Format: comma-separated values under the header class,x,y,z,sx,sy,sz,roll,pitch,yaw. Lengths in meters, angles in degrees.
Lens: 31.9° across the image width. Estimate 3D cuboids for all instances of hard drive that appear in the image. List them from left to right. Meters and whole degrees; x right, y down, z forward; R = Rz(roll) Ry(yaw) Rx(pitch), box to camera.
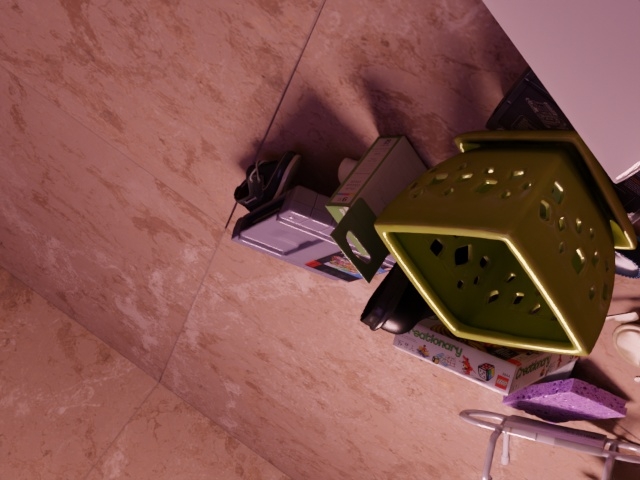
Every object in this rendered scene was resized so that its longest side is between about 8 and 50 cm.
class,x,y,z,sx,sy,sz,roll,pitch,yaw
hard drive,0.388,0.198,1.908,0.094,0.022,0.135,28,153,18

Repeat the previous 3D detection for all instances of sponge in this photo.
class,x,y,z,sx,sy,sz,roll,pitch,yaw
sponge,0.424,0.283,1.957,0.117,0.031,0.210,24,159,-18

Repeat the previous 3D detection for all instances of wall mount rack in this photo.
class,x,y,z,sx,sy,sz,roll,pitch,yaw
wall mount rack,0.424,0.397,2.038,0.350,0.130,0.304,11,-177,17

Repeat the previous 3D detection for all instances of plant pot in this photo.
class,x,y,z,sx,sy,sz,roll,pitch,yaw
plant pot,0.245,-0.013,1.387,0.228,0.207,0.227,6,141,49

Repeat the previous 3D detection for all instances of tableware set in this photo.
class,x,y,z,sx,sy,sz,roll,pitch,yaw
tableware set,0.516,0.142,1.639,0.194,0.039,0.128,-19,110,53

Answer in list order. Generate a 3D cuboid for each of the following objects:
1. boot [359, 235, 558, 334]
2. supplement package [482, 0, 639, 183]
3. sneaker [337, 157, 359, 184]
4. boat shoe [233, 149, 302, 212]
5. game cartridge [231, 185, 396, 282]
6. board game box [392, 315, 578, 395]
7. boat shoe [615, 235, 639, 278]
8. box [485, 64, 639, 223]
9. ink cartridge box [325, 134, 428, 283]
class,x,y,z,sx,sy,sz,roll,pitch,yaw
boot,0.232,0.083,1.593,0.260,0.348,0.131,36,127,10
supplement package,0.285,-0.236,1.028,0.293,0.177,0.175,56,155,7
sneaker,0.079,-0.068,1.811,0.061,0.054,0.152,12,145,36
boat shoe,-0.094,-0.101,1.934,0.079,0.084,0.233,35,157,-6
game cartridge,0.000,0.000,1.898,0.230,0.068,0.355,26,165,-14
board game box,0.267,0.154,1.727,0.193,0.053,0.305,21,-165,28
boat shoe,0.333,0.006,1.574,0.258,0.089,0.109,21,151,30
box,0.337,-0.132,1.375,0.231,0.056,0.183,35,155,2
ink cartridge box,0.079,-0.047,1.663,0.062,0.209,0.109,3,139,49
